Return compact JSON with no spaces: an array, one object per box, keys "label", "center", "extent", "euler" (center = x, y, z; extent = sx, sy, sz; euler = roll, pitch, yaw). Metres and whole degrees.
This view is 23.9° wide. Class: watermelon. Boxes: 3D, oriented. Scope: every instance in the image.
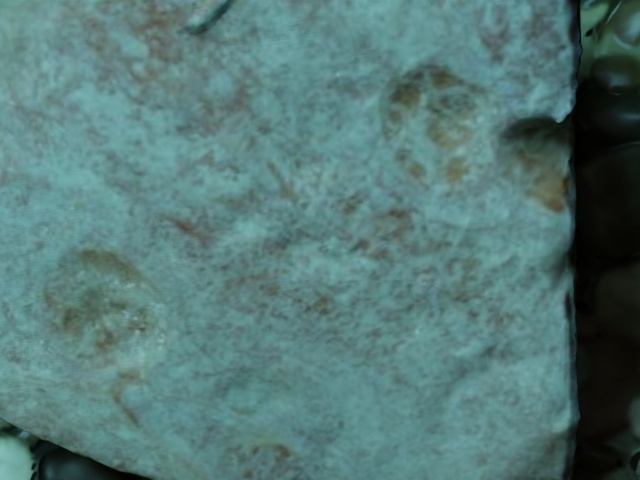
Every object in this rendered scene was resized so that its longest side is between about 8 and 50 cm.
[{"label":"watermelon","center":[-0.038,-0.019,0.505],"extent":[0.250,0.283,0.292],"euler":[0,90,10]}]
